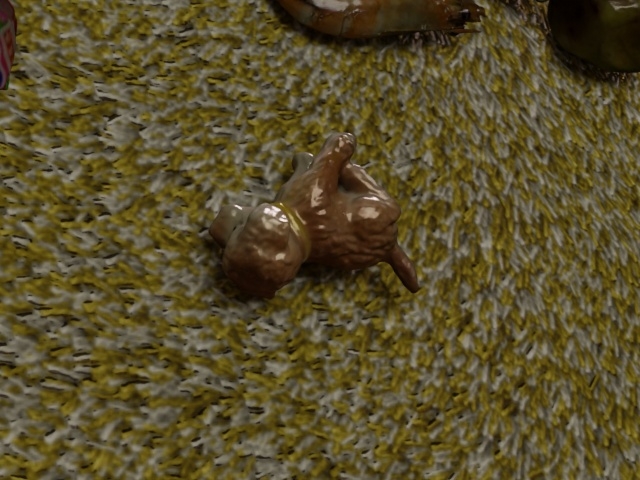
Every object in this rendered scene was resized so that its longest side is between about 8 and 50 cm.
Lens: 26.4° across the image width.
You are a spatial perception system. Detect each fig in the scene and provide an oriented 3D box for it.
[{"bbox_3d":[0.375,-0.282,1.735,0.166,0.144,0.154,39,10,-17],"label":"fig"}]

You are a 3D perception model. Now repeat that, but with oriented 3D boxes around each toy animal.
[{"bbox_3d":[-0.001,0.014,1.304,0.184,0.104,0.185,53,42,-2],"label":"toy animal"}]

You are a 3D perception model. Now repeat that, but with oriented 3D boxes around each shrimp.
[{"bbox_3d":[0.063,-0.292,1.583,0.287,0.063,0.152,0,50,-32],"label":"shrimp"}]

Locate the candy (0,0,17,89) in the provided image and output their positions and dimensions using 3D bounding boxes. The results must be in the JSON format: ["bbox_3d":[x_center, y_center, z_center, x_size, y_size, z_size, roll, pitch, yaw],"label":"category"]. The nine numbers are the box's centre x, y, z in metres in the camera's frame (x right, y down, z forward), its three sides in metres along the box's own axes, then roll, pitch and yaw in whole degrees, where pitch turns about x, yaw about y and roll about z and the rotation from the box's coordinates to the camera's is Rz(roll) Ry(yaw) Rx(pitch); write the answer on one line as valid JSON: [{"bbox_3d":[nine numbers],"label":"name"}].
[{"bbox_3d":[-0.348,-0.280,1.283,0.124,0.124,0.365,13,46,-27],"label":"candy"}]

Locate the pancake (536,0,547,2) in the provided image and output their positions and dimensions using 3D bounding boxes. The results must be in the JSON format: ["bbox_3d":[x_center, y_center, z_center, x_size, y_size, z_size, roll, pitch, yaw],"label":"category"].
[{"bbox_3d":[0.212,-0.360,1.725,0.184,0.020,0.190,-21,60,-41],"label":"pancake"}]
